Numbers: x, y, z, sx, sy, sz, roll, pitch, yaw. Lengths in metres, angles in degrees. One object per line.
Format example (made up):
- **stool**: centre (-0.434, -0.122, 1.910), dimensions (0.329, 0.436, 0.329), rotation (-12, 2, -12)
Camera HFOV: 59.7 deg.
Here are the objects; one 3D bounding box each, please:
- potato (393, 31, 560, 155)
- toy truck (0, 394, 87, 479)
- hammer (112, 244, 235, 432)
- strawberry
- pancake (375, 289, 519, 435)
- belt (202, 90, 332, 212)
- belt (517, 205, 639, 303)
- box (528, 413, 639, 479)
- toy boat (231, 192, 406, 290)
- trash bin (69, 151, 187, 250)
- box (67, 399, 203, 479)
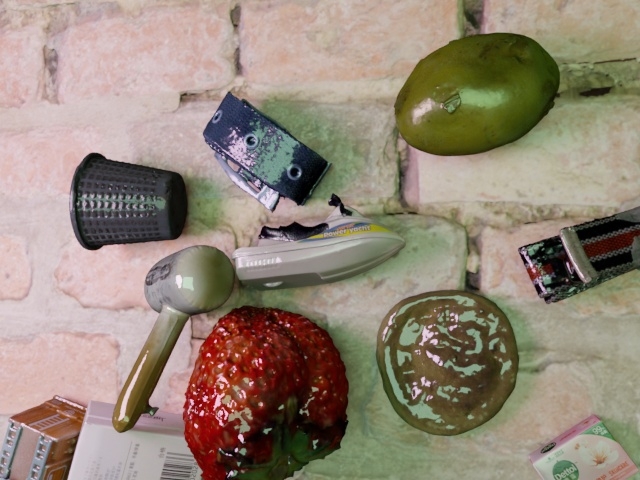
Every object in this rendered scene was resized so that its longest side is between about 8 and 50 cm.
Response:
- **potato**: centre (0.238, -0.226, 0.863), dimensions (0.253, 0.148, 0.186), rotation (-24, 84, 10)
- **toy truck**: centre (-0.498, 0.447, 0.975), dimensions (0.136, 0.162, 0.305), rotation (17, 90, 13)
- **hammer**: centre (-0.251, 0.155, 0.890), dimensions (0.113, 0.202, 0.305), rotation (29, 66, -23)
- **strawberry**: centre (-0.098, 0.235, 0.877), dimensions (0.238, 0.250, 0.288), rotation (-53, 49, 27)
- **pancake**: centre (0.197, 0.190, 0.893), dimensions (0.242, 0.050, 0.241), rotation (-1, 85, 12)
- **belt**: centre (-0.105, -0.145, 0.948), dimensions (0.218, 0.122, 0.128), rotation (38, 98, 11)
- **belt**: centre (0.475, -0.009, 0.815), dimensions (0.360, 0.126, 0.094), rotation (-20, 72, 5)
- **box**: centre (0.395, 0.336, 0.841), dimensions (0.125, 0.043, 0.089), rotation (-38, 79, 7)
- **toy boat**: centre (-0.004, 0.007, 0.915), dimensions (0.269, 0.141, 0.140), rotation (-22, 82, 8)
- **trash bin**: centre (-0.324, -0.065, 0.982), dimensions (0.161, 0.175, 0.175), rotation (2, 86, 0)
- **box**: centre (-0.318, 0.426, 0.922), dimensions (0.203, 0.116, 0.274), rotation (15, 90, -18)
